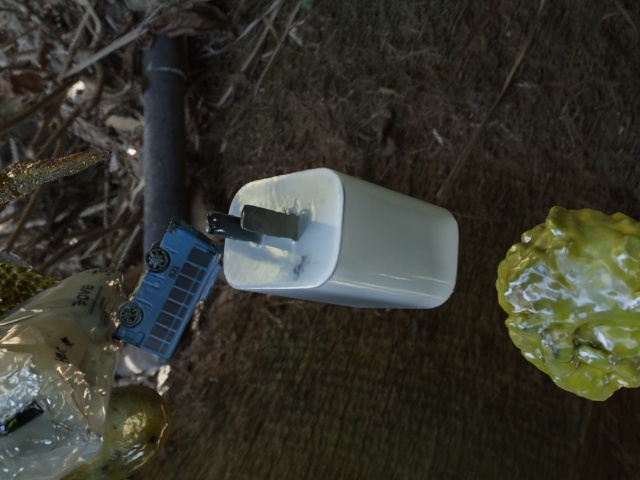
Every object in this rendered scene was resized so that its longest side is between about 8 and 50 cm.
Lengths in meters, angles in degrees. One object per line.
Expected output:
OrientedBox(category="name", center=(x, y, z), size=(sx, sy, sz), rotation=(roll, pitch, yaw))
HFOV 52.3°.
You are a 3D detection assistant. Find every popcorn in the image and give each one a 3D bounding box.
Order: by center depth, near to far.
OrientedBox(category="popcorn", center=(0.354, 0.073, 0.813), size=(0.266, 0.192, 0.233), rotation=(28, 122, 8))

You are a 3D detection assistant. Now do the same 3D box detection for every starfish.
OrientedBox(category="starfish", center=(-0.379, -0.073, 0.809), size=(0.240, 0.228, 0.043), rotation=(-113, -1, -76))

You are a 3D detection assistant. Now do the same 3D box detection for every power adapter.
OrientedBox(category="power adapter", center=(0.000, 0.000, 0.703), size=(0.255, 0.124, 0.187), rotation=(14, 166, -41))

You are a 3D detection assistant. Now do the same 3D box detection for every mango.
OrientedBox(category="mango", center=(-0.474, 0.410, 1.349), size=(0.176, 0.330, 0.175), rotation=(-123, 29, -49))

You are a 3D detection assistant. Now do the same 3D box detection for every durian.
OrientedBox(category="durian", center=(-0.546, 0.124, 1.232), size=(0.252, 0.144, 0.139), rotation=(15, 174, -29))

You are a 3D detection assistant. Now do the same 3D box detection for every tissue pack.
OrientedBox(category="tissue pack", center=(-0.440, 0.221, 0.913), size=(0.195, 0.390, 0.375), rotation=(54, -179, -23))

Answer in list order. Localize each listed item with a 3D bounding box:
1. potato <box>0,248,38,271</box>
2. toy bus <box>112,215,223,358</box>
OrientedBox(category="potato", center=(-0.765, 0.098, 1.560), size=(0.243, 0.138, 0.098), rotation=(27, 157, 1))
OrientedBox(category="toy bus", center=(-0.214, 0.065, 0.939), size=(0.106, 0.184, 0.090), rotation=(27, -177, -9))
